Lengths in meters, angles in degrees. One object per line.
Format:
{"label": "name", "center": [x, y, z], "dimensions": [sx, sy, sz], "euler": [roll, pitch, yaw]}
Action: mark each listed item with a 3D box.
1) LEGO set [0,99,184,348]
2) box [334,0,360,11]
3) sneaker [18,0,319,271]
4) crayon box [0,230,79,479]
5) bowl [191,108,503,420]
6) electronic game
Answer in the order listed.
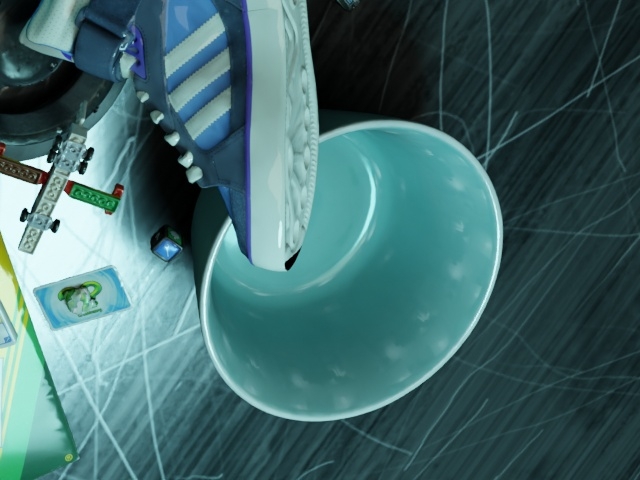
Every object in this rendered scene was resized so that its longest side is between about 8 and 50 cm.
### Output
{"label": "LEGO set", "center": [-0.245, -0.005, 1.574], "dimensions": [0.244, 0.060, 0.182], "euler": [-16, 124, 7]}
{"label": "box", "center": [0.057, -0.299, 1.651], "dimensions": [0.184, 0.045, 0.190], "euler": [-50, 168, 4]}
{"label": "sneaker", "center": [-0.133, -0.134, 1.570], "dimensions": [0.236, 0.130, 0.323], "euler": [0, 103, 14]}
{"label": "crayon box", "center": [-0.433, 0.127, 1.652], "dimensions": [0.363, 0.106, 0.313], "euler": [-24, 125, -15]}
{"label": "bowl", "center": [0.000, 0.000, 1.778], "dimensions": [0.311, 0.163, 0.312], "euler": [-13, 121, -22]}
{"label": "electronic game", "center": [-0.261, -0.178, 1.612], "dimensions": [0.229, 0.048, 0.229], "euler": [-14, 117, -29]}
